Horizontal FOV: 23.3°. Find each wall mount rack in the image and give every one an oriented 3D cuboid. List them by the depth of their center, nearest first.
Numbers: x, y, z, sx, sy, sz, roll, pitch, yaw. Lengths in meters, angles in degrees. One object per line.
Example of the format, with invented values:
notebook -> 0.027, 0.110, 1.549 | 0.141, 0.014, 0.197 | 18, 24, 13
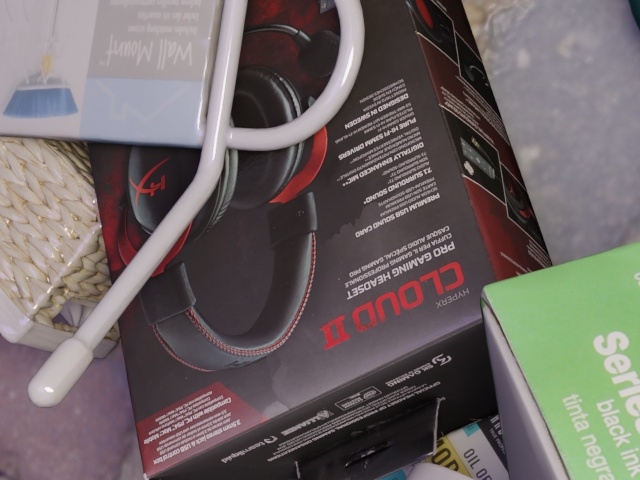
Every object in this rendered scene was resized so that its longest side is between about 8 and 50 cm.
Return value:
wall mount rack -> -0.160, -0.072, 0.830 | 0.350, 0.130, 0.304 | 6, 84, 33

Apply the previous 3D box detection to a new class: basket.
basket -> -0.182, -0.019, 0.974 | 0.167, 0.113, 0.103 | 43, 99, 24

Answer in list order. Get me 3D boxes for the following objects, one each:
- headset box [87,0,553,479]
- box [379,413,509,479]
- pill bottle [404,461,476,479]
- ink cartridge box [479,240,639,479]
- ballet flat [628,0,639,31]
headset box -> 0.000, 0.000, 0.849 | 0.218, 0.110, 0.293 | -27, 57, 21
box -> 0.091, 0.130, 0.856 | 0.244, 0.060, 0.100 | -38, 69, 15
pill bottle -> 0.026, 0.219, 0.717 | 0.124, 0.124, 0.221 | 24, 72, 26
ink cartridge box -> 0.224, 0.085, 0.589 | 0.289, 0.211, 0.121 | -17, 40, -2
ballet flat -> 0.266, -0.012, 0.774 | 0.123, 0.123, 0.348 | -25, 73, 19
